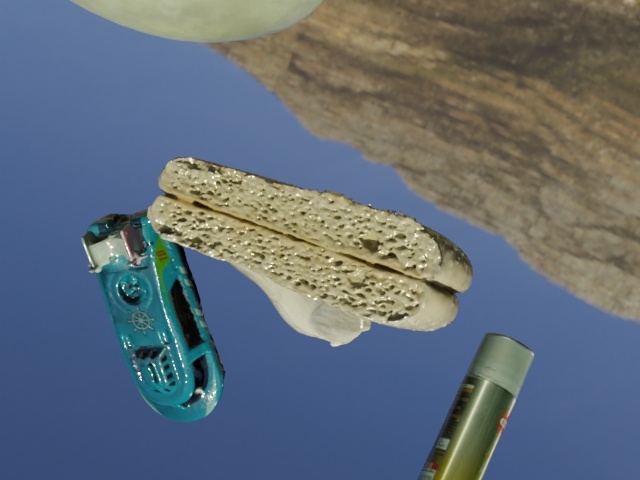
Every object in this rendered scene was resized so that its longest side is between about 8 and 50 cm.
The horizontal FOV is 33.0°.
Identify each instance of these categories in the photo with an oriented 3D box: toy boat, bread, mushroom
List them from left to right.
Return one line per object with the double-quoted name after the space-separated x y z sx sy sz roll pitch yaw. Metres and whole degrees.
-0.219 0.113 1.375 0.134 0.299 0.092 -8 -159 22 "toy boat"
-0.053 0.041 1.501 0.351 0.097 0.109 45 -161 -41 "mushroom"
-0.003 0.005 1.080 0.337 0.102 0.183 19 179 25 "bread"

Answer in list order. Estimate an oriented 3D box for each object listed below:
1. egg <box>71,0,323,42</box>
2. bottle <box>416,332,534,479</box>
-0.131 -0.304 0.906 0.352 0.258 0.258 13 -151 -30 "egg"
0.208 0.267 1.499 0.082 0.082 0.286 25 -108 6 "bottle"
